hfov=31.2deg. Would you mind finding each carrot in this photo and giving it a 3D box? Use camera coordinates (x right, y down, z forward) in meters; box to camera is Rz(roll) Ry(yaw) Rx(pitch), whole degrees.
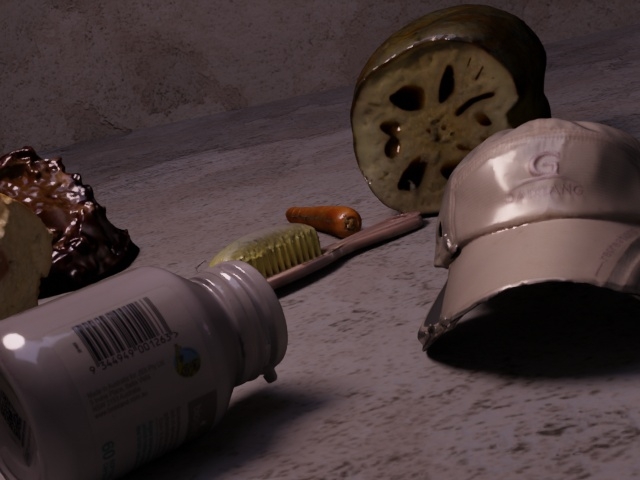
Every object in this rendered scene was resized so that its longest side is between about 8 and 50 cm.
[{"bbox_3d":[0.000,-0.026,1.419,0.037,0.037,0.190,-19,11,-21],"label":"carrot"}]

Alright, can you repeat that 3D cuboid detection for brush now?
[{"bbox_3d":[0.001,-0.001,1.251,0.313,0.067,0.072,-21,14,-38],"label":"brush"}]

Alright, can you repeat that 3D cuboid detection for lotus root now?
[{"bbox_3d":[0.179,-0.180,1.469,0.250,0.250,0.346,-7,13,23],"label":"lotus root"}]

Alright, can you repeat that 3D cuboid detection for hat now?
[{"bbox_3d":[0.177,-0.007,0.907,0.232,0.161,0.275,-13,16,21],"label":"hat"}]

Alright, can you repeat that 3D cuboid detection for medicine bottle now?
[{"bbox_3d":[-0.133,0.091,0.833,0.215,0.135,0.135,-22,16,-35],"label":"medicine bottle"}]

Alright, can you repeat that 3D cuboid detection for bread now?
[{"bbox_3d":[-0.406,0.027,1.221,0.224,0.183,0.211,18,-8,19],"label":"bread"}]

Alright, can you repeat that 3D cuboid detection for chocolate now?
[{"bbox_3d":[-0.365,-0.032,1.484,0.224,0.177,0.206,-26,18,-39],"label":"chocolate"}]
